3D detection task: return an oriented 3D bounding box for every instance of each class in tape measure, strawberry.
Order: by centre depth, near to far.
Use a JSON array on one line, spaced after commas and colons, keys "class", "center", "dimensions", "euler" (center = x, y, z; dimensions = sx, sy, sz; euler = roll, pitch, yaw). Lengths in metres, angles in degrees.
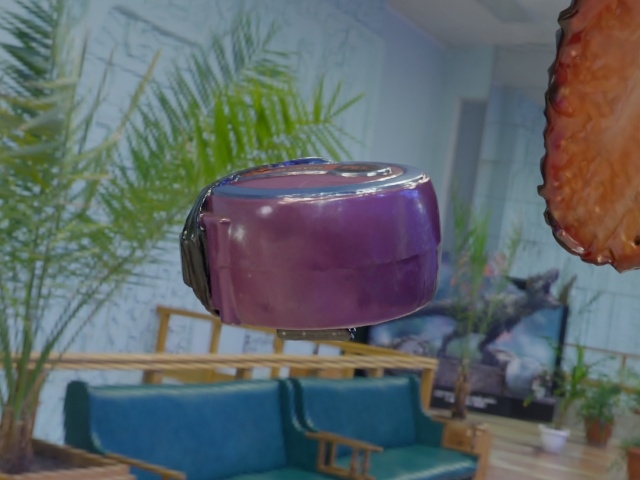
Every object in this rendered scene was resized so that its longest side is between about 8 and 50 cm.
[{"class": "tape measure", "center": [0.000, 0.000, 0.451], "dimensions": [0.118, 0.074, 0.125], "euler": [0, 14, 18]}, {"class": "strawberry", "center": [0.241, -0.089, 0.620], "dimensions": [0.111, 0.236, 0.190], "euler": [-19, 53, -41]}]
